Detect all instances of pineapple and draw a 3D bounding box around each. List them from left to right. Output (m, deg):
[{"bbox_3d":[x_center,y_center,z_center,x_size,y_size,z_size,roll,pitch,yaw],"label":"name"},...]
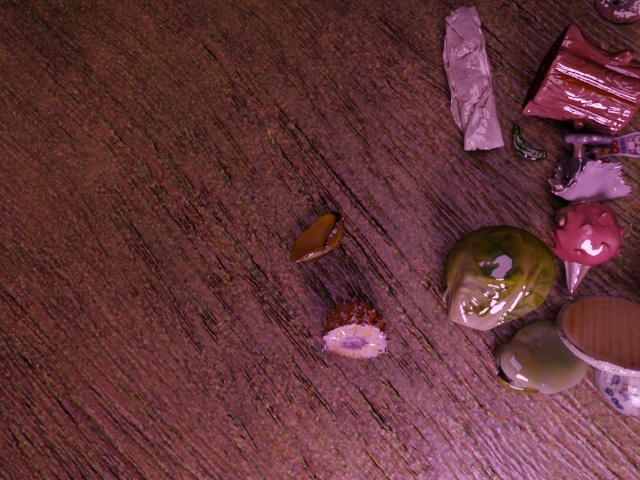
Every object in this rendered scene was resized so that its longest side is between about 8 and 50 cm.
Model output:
[{"bbox_3d":[0.083,0.198,1.277,0.176,0.161,0.137,-6,45,11],"label":"pineapple"}]

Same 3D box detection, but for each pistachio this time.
[{"bbox_3d":[0.000,0.000,1.343,0.173,0.049,0.089,-43,56,3],"label":"pistachio"}]

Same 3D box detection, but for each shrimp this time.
[{"bbox_3d":[0.754,-0.657,1.313,0.126,0.047,0.223,-26,81,15],"label":"shrimp"}]

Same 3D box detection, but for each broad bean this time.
[{"bbox_3d":[0.521,0.280,1.205,0.228,0.100,0.169,-31,80,1],"label":"broad bean"}]

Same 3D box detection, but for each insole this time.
[{"bbox_3d":[0.757,-0.236,1.278,0.197,0.004,0.065,-3,83,8],"label":"insole"}]

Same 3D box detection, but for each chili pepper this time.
[{"bbox_3d":[0.519,-0.238,1.303,0.055,0.035,0.118,-35,69,-9],"label":"chili pepper"}]

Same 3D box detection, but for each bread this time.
[{"bbox_3d":[0.663,0.211,1.136,0.267,0.267,0.040,1,120,9],"label":"bread"}]

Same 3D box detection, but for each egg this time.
[{"bbox_3d":[0.693,0.305,1.152,0.141,0.141,0.182,-28,69,4],"label":"egg"}]

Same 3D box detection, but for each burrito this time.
[{"bbox_3d":[0.383,-0.416,1.321,0.117,0.076,0.392,-9,82,9],"label":"burrito"}]

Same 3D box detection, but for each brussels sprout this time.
[{"bbox_3d":[0.396,0.090,1.196,0.219,0.210,0.271,27,100,-11],"label":"brussels sprout"}]

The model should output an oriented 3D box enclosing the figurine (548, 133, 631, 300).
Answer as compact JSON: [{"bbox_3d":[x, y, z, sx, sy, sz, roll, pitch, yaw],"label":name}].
[{"bbox_3d":[0.619,-0.054,1.207,0.207,0.166,0.387,-2,97,-20],"label":"figurine"}]

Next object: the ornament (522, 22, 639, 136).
[{"bbox_3d":[0.632,-0.371,1.217,0.217,0.235,0.221,25,131,6],"label":"ornament"}]
